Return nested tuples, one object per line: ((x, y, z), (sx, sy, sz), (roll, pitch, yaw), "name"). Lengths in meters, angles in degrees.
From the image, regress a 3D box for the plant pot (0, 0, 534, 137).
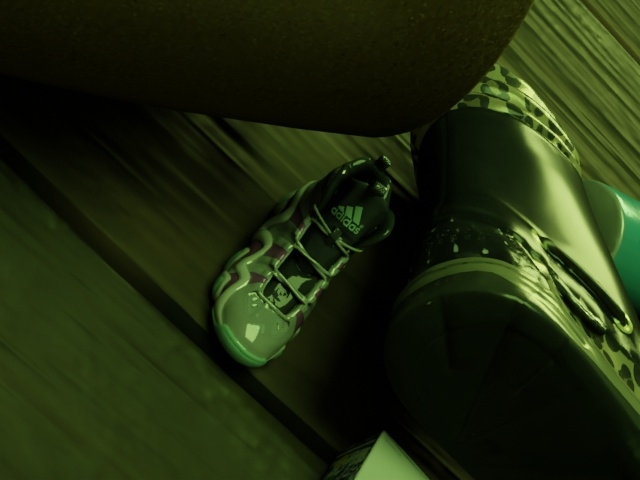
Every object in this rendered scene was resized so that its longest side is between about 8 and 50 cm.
((-0.089, -0.146, 0.358), (0.254, 0.237, 0.237), (-5, 69, -30), "plant pot")

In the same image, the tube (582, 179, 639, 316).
((0.193, 0.021, 0.637), (0.207, 0.052, 0.080), (19, 61, -42), "tube")

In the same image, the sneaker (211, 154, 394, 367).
((0.000, 0.000, 0.445), (0.038, 0.069, 0.098), (41, 44, -16), "sneaker")

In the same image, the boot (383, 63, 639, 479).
((0.108, 0.047, 0.506), (0.236, 0.085, 0.179), (50, 27, -30), "boot")

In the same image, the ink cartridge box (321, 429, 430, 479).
((0.010, 0.127, 0.408), (0.063, 0.029, 0.115), (49, 43, -9), "ink cartridge box")
